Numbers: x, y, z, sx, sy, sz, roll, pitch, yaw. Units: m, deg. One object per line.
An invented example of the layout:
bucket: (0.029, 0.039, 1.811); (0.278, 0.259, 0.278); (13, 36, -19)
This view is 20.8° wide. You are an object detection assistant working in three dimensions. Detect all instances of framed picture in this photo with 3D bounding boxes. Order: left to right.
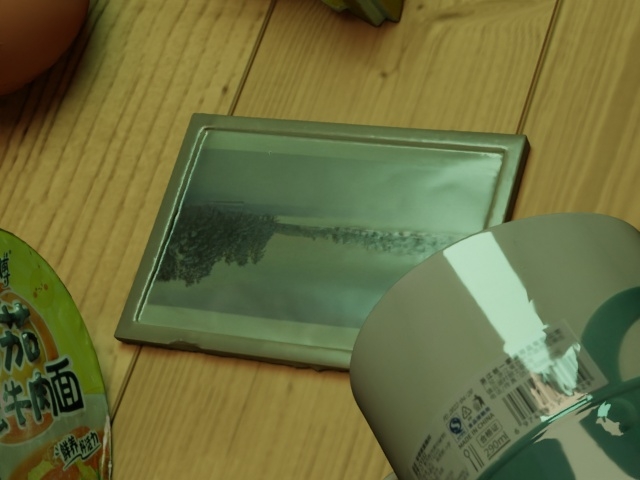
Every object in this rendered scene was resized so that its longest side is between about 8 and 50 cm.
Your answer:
framed picture: (0.000, 0.000, 1.347); (0.289, 0.016, 0.213); (6, 63, 23)

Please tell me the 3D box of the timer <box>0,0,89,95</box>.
timer: (-0.315, -0.227, 1.474); (0.215, 0.229, 0.229); (-14, 56, 20)

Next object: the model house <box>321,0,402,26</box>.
model house: (0.017, -0.370, 1.407); (0.340, 0.300, 0.323); (-27, 65, 10)

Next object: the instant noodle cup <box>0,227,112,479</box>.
instant noodle cup: (-0.298, 0.133, 1.247); (0.200, 0.264, 0.264); (-15, 56, 20)

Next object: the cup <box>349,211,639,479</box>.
cup: (0.142, 0.153, 1.101); (0.289, 0.219, 0.257); (-48, 51, 26)
